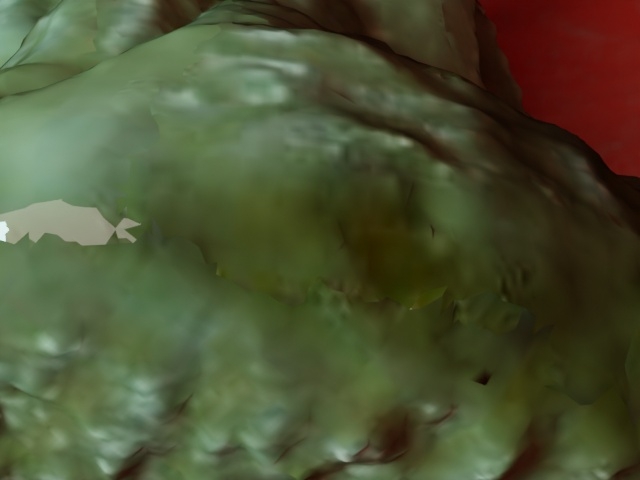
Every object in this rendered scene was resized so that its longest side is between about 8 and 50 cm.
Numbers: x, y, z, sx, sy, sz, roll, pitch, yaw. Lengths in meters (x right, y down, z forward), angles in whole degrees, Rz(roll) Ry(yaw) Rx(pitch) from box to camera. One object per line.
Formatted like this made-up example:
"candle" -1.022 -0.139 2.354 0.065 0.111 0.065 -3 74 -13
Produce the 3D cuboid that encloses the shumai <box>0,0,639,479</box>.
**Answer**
"shumai" 0.000 0.000 0.533 0.324 0.397 0.323 -42 37 41
